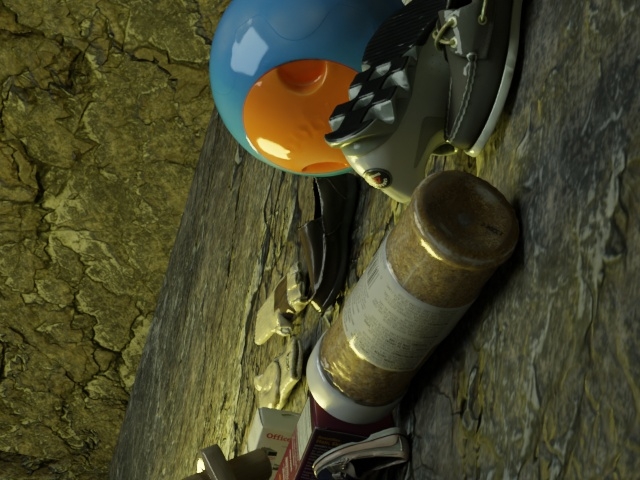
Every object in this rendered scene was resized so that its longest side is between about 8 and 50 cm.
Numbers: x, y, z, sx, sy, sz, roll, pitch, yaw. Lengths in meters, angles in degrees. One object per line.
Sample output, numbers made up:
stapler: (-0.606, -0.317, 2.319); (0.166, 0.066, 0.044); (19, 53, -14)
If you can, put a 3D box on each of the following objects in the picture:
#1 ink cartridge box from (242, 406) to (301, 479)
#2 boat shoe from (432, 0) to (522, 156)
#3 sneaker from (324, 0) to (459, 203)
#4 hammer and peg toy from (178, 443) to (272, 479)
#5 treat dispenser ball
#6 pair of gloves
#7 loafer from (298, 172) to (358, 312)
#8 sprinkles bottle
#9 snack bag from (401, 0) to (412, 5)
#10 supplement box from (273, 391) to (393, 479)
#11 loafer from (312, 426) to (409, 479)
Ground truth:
ink cartridge box: (-0.059, 0.319, 1.862); (0.056, 0.099, 0.135); (-110, 34, -65)
boat shoe: (0.173, -0.248, 1.437); (0.109, 0.091, 0.305); (-175, 97, -76)
sneaker: (0.124, -0.180, 1.538); (0.122, 0.146, 0.331); (-11, 40, 47)
hammer and peg toy: (-0.066, 0.438, 1.453); (0.361, 0.127, 0.266); (60, 155, 26)
treat dispenser ball: (-0.005, -0.230, 1.722); (0.288, 0.288, 0.288); (-168, 90, -76)
pair of gloves: (-0.061, 0.167, 2.128); (0.204, 0.042, 0.240); (125, 152, -50)
loafer: (0.000, 0.000, 1.944); (0.080, 0.078, 0.220); (144, 137, -70)
sprinkles bottle: (0.092, 0.073, 1.422); (0.355, 0.121, 0.121); (119, 158, -50)
snack bag: (0.121, -0.397, 1.897); (0.343, 0.037, 0.323); (-92, 20, -45)
supplement box: (0.012, 0.283, 1.599); (0.081, 0.104, 0.188); (-98, 24, -56)
loafer: (0.047, 0.258, 1.503); (0.125, 0.045, 0.039); (-26, 49, 19)
